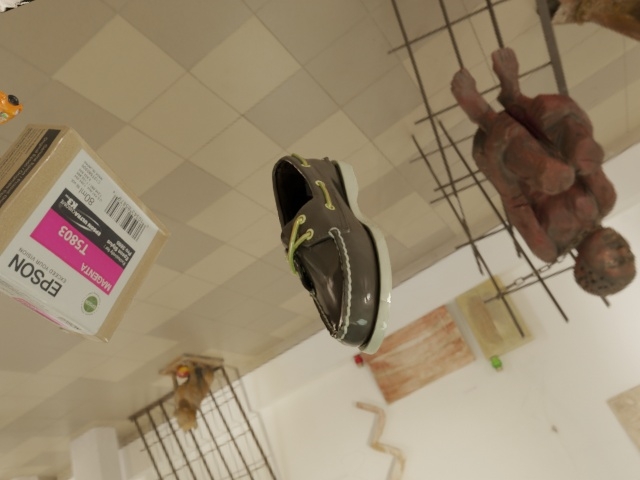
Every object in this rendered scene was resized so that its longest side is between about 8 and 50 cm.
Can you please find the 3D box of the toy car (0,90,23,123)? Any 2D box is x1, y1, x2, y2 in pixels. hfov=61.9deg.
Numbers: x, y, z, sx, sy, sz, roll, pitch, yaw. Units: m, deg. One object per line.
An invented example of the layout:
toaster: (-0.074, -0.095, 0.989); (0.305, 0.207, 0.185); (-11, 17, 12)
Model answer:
toy car: (-0.367, -0.127, 0.536); (0.122, 0.040, 0.060); (-8, 147, 17)

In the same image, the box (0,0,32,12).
box: (-0.146, -0.153, 0.270); (0.018, 0.083, 0.067); (28, 81, -44)

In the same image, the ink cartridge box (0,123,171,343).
ink cartridge box: (-0.328, -0.002, 0.697); (0.088, 0.193, 0.235); (8, 151, 27)

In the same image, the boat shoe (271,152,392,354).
boat shoe: (0.000, 0.000, 0.433); (0.068, 0.228, 0.081); (11, 121, -17)
